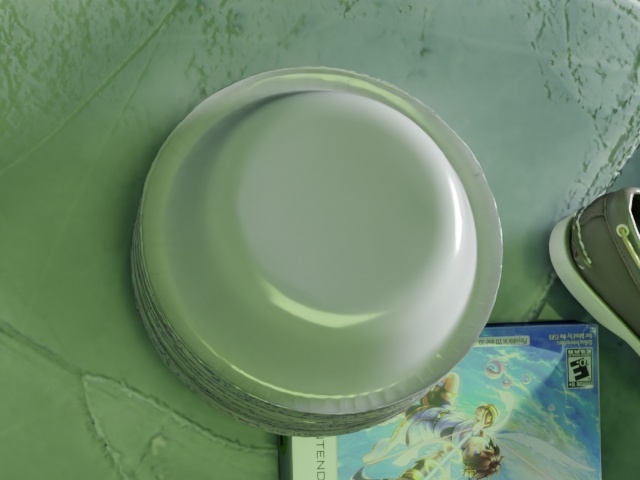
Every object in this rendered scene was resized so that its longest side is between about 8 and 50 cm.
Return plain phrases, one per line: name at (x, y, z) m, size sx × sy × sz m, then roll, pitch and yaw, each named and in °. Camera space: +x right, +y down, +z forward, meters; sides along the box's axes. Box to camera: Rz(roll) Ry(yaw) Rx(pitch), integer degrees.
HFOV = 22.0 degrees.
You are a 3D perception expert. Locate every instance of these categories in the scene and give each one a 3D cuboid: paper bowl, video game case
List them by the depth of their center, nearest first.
paper bowl at (0.000, 0.000, 1.265) m, size 0.284 × 0.148 × 0.284 m, roll 3°, pitch 72°, yaw -11°
video game case at (0.100, 0.193, 1.365) m, size 0.269 × 0.061 × 0.244 m, roll -2°, pitch 91°, yaw -12°

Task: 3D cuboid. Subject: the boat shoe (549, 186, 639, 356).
boat shoe at (0.329, 0.075, 1.382) m, size 0.305 × 0.091 × 0.109 m, roll 42°, pitch 49°, yaw -8°
